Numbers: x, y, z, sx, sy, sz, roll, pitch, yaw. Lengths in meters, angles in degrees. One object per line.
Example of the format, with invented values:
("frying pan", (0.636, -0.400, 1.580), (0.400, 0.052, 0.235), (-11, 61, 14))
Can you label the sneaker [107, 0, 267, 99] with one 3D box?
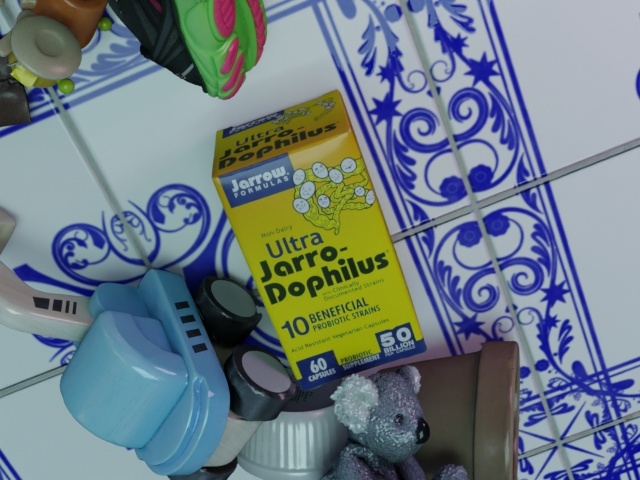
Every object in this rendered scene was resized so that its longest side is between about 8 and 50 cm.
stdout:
("sneaker", (-0.192, -0.346, 1.021), (0.202, 0.185, 0.483), (17, 149, 14))

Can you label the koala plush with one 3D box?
("koala plush", (0.086, 0.288, 1.266), (0.196, 0.203, 0.221), (-4, 94, -48))

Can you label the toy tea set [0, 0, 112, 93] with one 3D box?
("toy tea set", (-0.419, -0.319, 1.104), (0.336, 0.200, 0.124), (41, 141, -16))

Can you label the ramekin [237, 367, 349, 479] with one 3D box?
("ramekin", (-0.036, 0.282, 1.411), (0.207, 0.207, 0.109), (-2, 107, -4))

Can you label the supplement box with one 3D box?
("supplement box", (0.000, 0.000, 1.280), (0.194, 0.195, 0.356), (-19, 115, 4))

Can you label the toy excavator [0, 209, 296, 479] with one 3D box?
("toy excavator", (-0.315, 0.131, 1.275), (0.445, 0.433, 0.222), (14, 123, -41))

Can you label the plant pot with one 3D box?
("plant pot", (0.198, 0.283, 1.425), (0.229, 0.263, 0.263), (2, 117, 15))

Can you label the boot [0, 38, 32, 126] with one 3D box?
("boot", (-0.521, -0.246, 1.200), (0.207, 0.090, 0.248), (-19, 112, -12))
